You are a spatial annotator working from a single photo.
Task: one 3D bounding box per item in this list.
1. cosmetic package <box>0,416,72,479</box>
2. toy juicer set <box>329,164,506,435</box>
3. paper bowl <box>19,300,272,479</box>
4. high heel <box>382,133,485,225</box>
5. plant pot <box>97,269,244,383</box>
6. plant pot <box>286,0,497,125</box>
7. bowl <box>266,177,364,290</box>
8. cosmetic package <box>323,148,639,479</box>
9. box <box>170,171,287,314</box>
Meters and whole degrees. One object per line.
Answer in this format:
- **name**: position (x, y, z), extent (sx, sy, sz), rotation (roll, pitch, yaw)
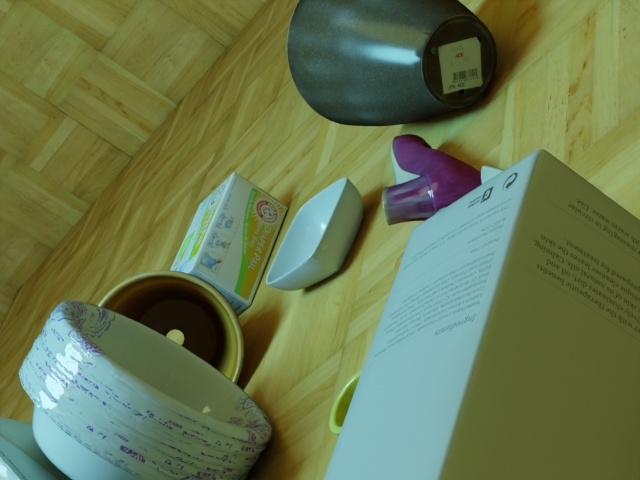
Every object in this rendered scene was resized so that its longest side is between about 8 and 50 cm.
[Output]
- **cosmetic package**: position (-0.320, 0.300, 1.502), extent (0.160, 0.309, 0.113), rotation (36, 92, 30)
- **toy juicer set**: position (0.126, 0.034, 1.165), extent (0.209, 0.089, 0.329), rotation (-19, 41, 63)
- **paper bowl**: position (-0.207, 0.200, 1.455), extent (0.148, 0.284, 0.284), rotation (-60, 16, 4)
- **high heel**: position (0.137, -0.077, 1.434), extent (0.117, 0.082, 0.244), rotation (-11, 12, 12)
- **plant pot**: position (-0.203, 0.141, 1.744), extent (0.205, 0.205, 0.188), rotation (-56, 1, -1)
- **plant pot**: position (0.107, -0.230, 1.579), extent (0.215, 0.215, 0.230), rotation (-57, 32, -5)
- **bowl**: position (0.000, 0.000, 1.651), extent (0.142, 0.053, 0.142), rotation (-31, 31, 55)
- **cosmetic package**: position (0.120, 0.151, 0.794), extent (0.155, 0.197, 0.365), rotation (-34, 26, 52)
- **box**: position (-0.144, 0.017, 1.929), extent (0.114, 0.103, 0.203), rotation (-38, 24, 46)
